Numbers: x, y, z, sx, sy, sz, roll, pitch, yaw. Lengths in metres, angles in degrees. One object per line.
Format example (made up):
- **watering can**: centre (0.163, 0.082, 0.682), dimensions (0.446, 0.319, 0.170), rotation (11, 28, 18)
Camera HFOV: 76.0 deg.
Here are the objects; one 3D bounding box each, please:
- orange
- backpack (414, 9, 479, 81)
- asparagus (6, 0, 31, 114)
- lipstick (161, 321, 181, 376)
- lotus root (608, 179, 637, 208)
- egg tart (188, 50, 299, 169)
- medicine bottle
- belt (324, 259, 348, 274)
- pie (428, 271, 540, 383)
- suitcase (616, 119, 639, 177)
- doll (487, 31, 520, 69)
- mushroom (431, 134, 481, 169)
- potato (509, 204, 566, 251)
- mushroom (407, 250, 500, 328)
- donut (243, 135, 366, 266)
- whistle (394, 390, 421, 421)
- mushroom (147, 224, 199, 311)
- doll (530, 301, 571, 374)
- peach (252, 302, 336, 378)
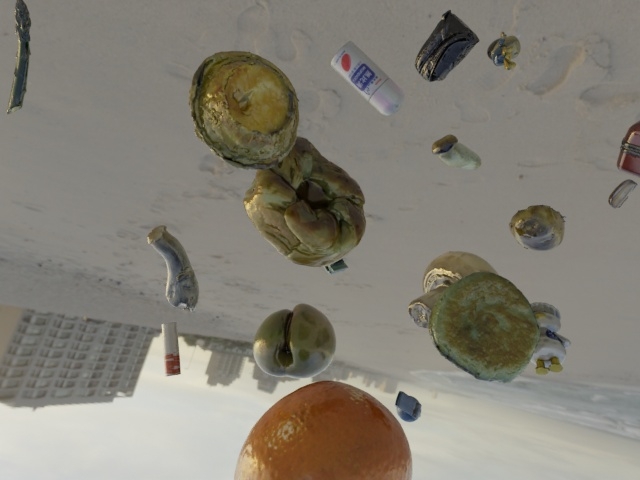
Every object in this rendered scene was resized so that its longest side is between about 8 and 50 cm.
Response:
- **orange**: centre (0.004, 0.521, 0.943), dimensions (0.424, 0.423, 0.326), rotation (30, -170, -42)
- **backpack**: centre (0.339, -0.517, 1.117), dimensions (0.106, 0.119, 0.165), rotation (-15, 158, -40)
- **asparagus**: centre (-0.577, -0.343, 0.786), dimensions (0.027, 0.236, 0.034), rotation (31, -151, 0)
- **lipstick**: centre (-0.379, 0.276, 1.039), dimensions (0.039, 0.130, 0.038), rotation (-9, 165, -2)
- **lotus root**: centre (0.820, -0.130, 1.121), dimensions (0.038, 0.083, 0.030), rotation (28, -157, 4)
- **egg tart**: centre (-0.121, -0.230, 0.705), dimensions (0.213, 0.212, 0.090), rotation (22, 167, -22)
- **medicine bottle**: centre (0.206, -0.662, 1.706), dimensions (0.341, 0.130, 0.130), rotation (43, 162, -3)
- **belt**: centre (0.000, 0.000, 1.448), dimensions (0.072, 0.302, 0.087), rotation (-12, 136, -28)
- **pie**: centre (0.463, 0.238, 1.150), dimensions (0.324, 0.322, 0.070), rotation (17, 164, -4)
- **suitcase**: centre (1.043, -0.281, 1.182), dimensions (0.236, 0.297, 0.161), rotation (39, 149, 42)
- **doll**: centre (0.537, -0.549, 1.187), dimensions (0.089, 0.179, 0.102), rotation (-18, 125, 18)
- **mushroom**: centre (0.560, -0.344, 1.672), dimensions (0.107, 0.087, 0.333), rotation (-22, 161, 35)
- **potato**: centre (0.693, -0.025, 1.296), dimensions (0.164, 0.080, 0.200), rotation (-23, 138, 35)
- **mushroom**: centre (0.457, 0.195, 1.426), dimensions (0.336, 0.314, 0.315), rotation (-15, -174, -36)
- **donut**: centre (-0.034, -0.109, 1.094), dimensions (0.361, 0.360, 0.170), rotation (23, 135, -27)
- **whistle**: centre (0.279, 0.545, 1.344), dimensions (0.158, 0.090, 0.090), rotation (40, 155, -25)
- **mushroom**: centre (-0.417, 0.086, 1.182), dimensions (0.096, 0.277, 0.099), rotation (-19, -156, -22)
- **doll**: centre (0.687, 0.292, 1.263), dimensions (0.138, 0.293, 0.119), rotation (-20, 109, 31)
- **peach**: centre (-0.088, 0.358, 1.444), dimensions (0.293, 0.247, 0.292), rotation (-17, 176, -1)
